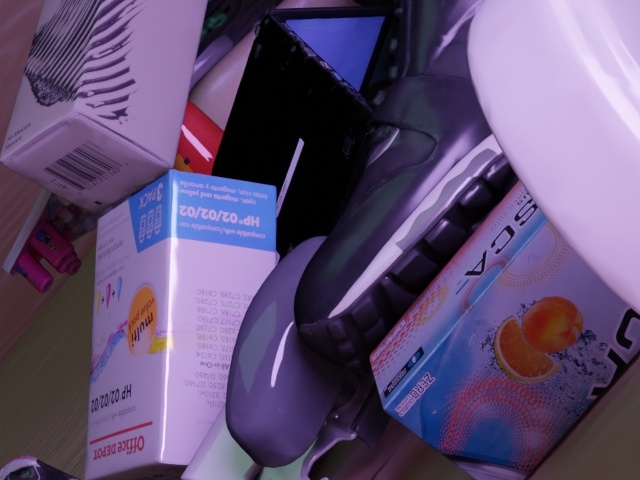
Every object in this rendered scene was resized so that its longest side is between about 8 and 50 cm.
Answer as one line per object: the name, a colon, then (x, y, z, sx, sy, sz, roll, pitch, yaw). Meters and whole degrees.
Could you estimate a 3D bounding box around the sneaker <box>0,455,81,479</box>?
sneaker: (-0.246, 0.245, 1.142, 0.178, 0.072, 0.077, -53, 19, 39)

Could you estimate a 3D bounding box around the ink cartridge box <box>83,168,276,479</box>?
ink cartridge box: (-0.072, 0.067, 0.721, 0.104, 0.062, 0.181, -27, 59, 58)

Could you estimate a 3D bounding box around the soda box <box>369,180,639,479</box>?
soda box: (0.098, 0.000, 0.505, 0.183, 0.058, 0.063, -51, 11, 9)

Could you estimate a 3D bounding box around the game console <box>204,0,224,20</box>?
game console: (0.051, -0.271, 1.228, 0.250, 0.173, 0.293, -38, 16, 36)

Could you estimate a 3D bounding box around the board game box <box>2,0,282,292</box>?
board game box: (-0.121, -0.146, 1.475, 0.390, 0.050, 0.390, -36, -14, -52)

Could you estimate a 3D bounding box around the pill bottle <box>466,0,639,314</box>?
pill bottle: (0.161, -0.091, 0.290, 0.265, 0.153, 0.153, -44, 13, 34)

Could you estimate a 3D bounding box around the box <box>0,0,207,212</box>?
box: (-0.156, -0.169, 1.111, 0.113, 0.094, 0.275, -26, 46, 41)

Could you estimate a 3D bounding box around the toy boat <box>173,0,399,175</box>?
toy boat: (-0.036, -0.104, 1.239, 0.267, 0.148, 0.318, -38, 9, 34)

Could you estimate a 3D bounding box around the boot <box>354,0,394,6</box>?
boot: (0.112, -0.304, 0.868, 0.260, 0.131, 0.347, -175, 98, -80)

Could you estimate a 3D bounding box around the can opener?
can opener: (-0.057, 0.124, 0.593, 0.076, 0.095, 0.283, 11, 58, 38)

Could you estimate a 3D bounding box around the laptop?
laptop: (0.000, 0.000, 0.821, 0.264, 0.137, 0.234, 51, 127, 55)

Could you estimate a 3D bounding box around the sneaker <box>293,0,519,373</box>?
sneaker: (0.070, -0.073, 0.609, 0.283, 0.124, 0.107, -48, -28, -11)
